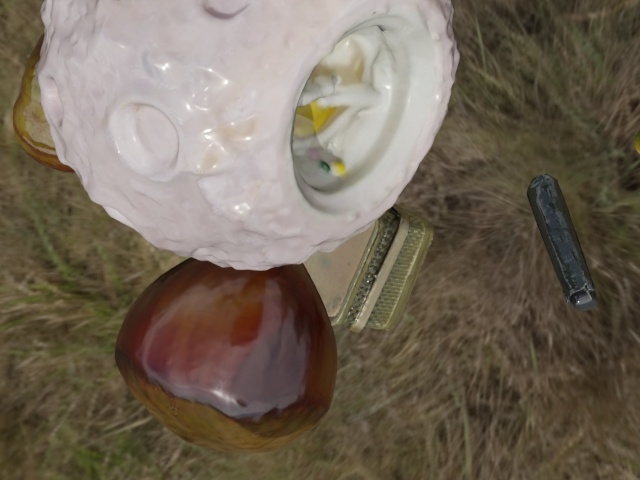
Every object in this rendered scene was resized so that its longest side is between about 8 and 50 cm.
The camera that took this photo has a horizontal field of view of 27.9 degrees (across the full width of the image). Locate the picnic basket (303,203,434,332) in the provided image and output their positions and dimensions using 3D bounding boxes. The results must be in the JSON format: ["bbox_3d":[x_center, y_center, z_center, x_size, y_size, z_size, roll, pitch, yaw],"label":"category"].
[{"bbox_3d":[0.000,0.000,1.662,0.266,0.139,0.165,27,100,35],"label":"picnic basket"}]

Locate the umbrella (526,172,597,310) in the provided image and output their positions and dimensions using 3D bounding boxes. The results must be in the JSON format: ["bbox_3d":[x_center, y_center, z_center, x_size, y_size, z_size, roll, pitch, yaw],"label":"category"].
[{"bbox_3d":[0.210,0.002,1.116,0.031,0.036,0.133,-28,55,23],"label":"umbrella"}]

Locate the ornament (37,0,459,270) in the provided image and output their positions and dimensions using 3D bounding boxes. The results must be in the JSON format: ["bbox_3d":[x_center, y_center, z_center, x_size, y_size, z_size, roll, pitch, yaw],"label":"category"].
[{"bbox_3d":[-0.052,-0.112,0.799,0.225,0.259,0.259,30,96,35],"label":"ornament"}]

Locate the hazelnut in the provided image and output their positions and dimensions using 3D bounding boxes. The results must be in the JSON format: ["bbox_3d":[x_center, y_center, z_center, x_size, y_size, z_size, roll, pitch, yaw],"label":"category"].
[{"bbox_3d":[-0.074,0.084,1.153,0.208,0.208,0.208,0,91,10],"label":"hazelnut"}]

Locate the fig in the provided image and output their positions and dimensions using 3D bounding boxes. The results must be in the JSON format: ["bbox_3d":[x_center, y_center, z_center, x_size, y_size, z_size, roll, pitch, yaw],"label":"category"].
[{"bbox_3d":[-0.260,-0.175,1.782,0.320,0.217,0.217,20,94,12],"label":"fig"}]

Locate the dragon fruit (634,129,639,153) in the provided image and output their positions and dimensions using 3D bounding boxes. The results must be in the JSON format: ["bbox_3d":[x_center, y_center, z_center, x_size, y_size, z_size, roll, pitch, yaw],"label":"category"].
[{"bbox_3d":[0.557,-0.119,1.638,0.227,0.307,0.243,-33,97,-14],"label":"dragon fruit"}]
